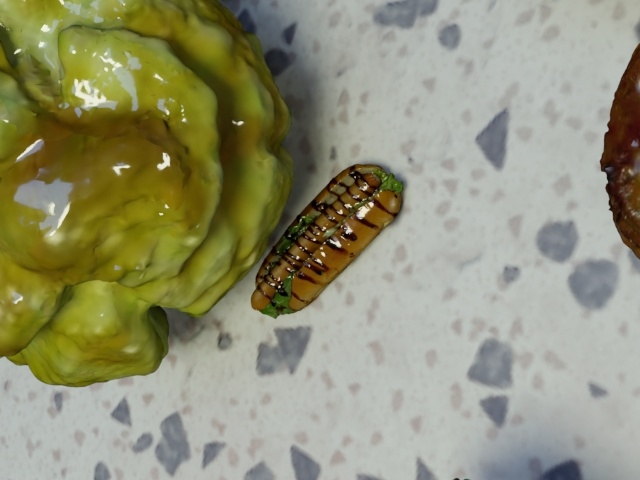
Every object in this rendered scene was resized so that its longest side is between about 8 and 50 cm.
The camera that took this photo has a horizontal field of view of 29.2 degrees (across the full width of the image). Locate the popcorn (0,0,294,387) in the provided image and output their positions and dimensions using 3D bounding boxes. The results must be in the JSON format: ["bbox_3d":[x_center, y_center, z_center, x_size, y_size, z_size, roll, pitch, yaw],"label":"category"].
[{"bbox_3d":[-0.155,-0.059,0.708,0.282,0.247,0.282,4,100,25],"label":"popcorn"}]

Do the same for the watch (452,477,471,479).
[{"bbox_3d":[0.081,0.206,0.566,0.131,0.165,0.152,25,79,48],"label":"watch"}]

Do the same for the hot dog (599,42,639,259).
[{"bbox_3d":[0.227,-0.041,0.545,0.227,0.099,0.160,4,84,38],"label":"hot dog"}]

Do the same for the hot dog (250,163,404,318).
[{"bbox_3d":[0.000,0.000,0.734,0.122,0.037,0.049,-48,56,18],"label":"hot dog"}]
